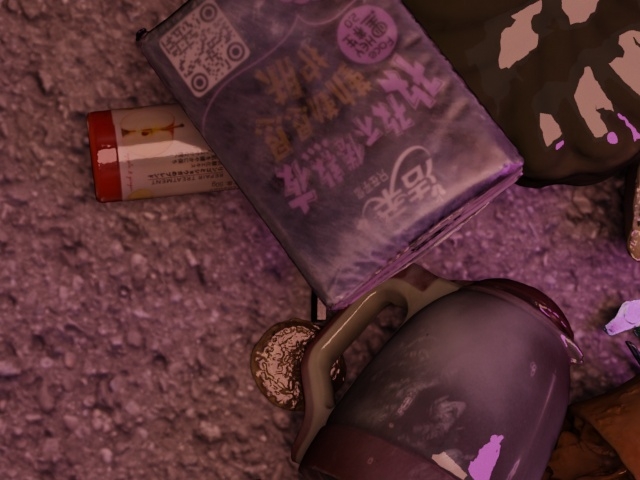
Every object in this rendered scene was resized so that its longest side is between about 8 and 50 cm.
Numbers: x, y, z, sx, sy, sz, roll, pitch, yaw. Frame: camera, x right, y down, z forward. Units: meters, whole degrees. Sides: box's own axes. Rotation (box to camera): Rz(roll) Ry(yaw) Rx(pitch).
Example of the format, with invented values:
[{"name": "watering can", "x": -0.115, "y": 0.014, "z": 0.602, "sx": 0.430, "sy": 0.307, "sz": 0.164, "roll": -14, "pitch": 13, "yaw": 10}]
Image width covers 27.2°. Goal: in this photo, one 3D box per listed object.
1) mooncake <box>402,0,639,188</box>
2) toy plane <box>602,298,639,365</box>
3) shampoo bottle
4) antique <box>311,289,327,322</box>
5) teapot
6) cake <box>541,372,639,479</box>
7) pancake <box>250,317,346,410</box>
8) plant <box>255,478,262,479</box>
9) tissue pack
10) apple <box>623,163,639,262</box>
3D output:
[{"name": "mooncake", "x": 0.257, "y": -0.234, "z": 1.462, "sx": 0.356, "sy": 0.194, "sz": 0.356, "roll": 1, "pitch": 93, "yaw": 14}, {"name": "toy plane", "x": 0.441, "y": 0.162, "z": 1.609, "sx": 0.096, "sy": 0.060, "sz": 0.235, "roll": -36, "pitch": 99, "yaw": 5}, {"name": "shampoo bottle", "x": -0.120, "y": -0.108, "z": 1.492, "sx": 0.278, "sy": 0.104, "sz": 0.104, "roll": -7, "pitch": 90, "yaw": -10}, {"name": "antique", "x": 0.000, "y": 0.000, "z": 1.544, "sx": 0.015, "sy": 0.031, "sz": 0.192, "roll": 1, "pitch": 87, "yaw": -14}, {"name": "teapot", "x": 0.121, "y": 0.168, "z": 1.457, "sx": 0.315, "sy": 0.233, "sz": 0.312, "roll": 23, "pitch": 68, "yaw": 30}, {"name": "cake", "x": 0.335, "y": 0.329, "z": 1.457, "sx": 0.321, "sy": 0.332, "sz": 0.332, "roll": -29, "pitch": 94, "yaw": -4}, {"name": "pancake", "x": -0.025, "y": 0.145, "z": 1.548, "sx": 0.114, "sy": 0.011, "sz": 0.115, "roll": 1, "pitch": 87, "yaw": -10}, {"name": "plant", "x": -0.037, "y": 0.440, "z": 1.517, "sx": 0.251, "sy": 0.180, "sz": 0.333, "roll": -48, "pitch": 129, "yaw": -14}, {"name": "tissue pack", "x": 0.008, "y": -0.138, "z": 1.367, "sx": 0.259, "sy": 0.122, "sz": 0.361, "roll": -38, "pitch": 82, "yaw": 7}, {"name": "apple", "x": 0.460, "y": -0.081, "z": 1.578, "sx": 0.193, "sy": 0.120, "sz": 0.265, "roll": 12, "pitch": 80, "yaw": -5}]
